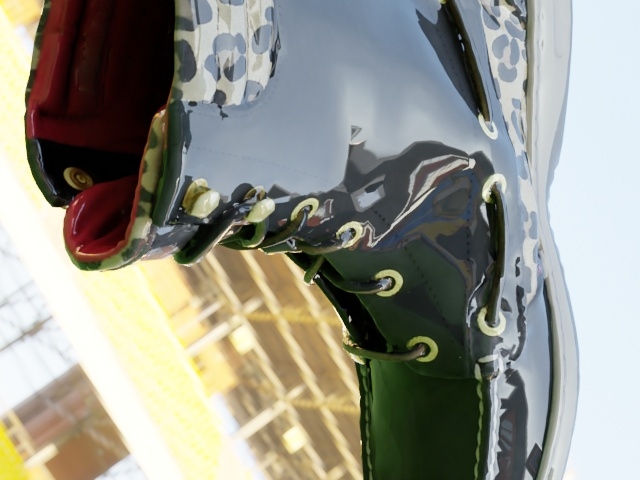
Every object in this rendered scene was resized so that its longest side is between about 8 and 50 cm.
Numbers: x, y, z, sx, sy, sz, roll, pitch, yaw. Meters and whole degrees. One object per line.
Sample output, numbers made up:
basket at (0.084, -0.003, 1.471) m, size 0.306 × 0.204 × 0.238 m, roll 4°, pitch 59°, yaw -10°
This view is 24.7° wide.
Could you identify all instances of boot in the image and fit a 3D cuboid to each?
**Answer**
boot at (0.000, 0.000, 0.725) m, size 0.138 × 0.284 × 0.377 m, roll 6°, pitch -88°, yaw 45°
